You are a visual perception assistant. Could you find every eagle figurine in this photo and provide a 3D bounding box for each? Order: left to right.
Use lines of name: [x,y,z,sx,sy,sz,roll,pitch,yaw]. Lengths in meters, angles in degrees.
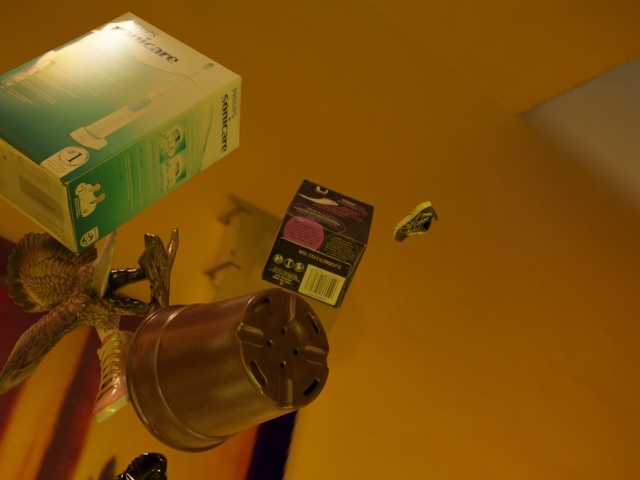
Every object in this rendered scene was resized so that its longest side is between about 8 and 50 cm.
eagle figurine: [-0.359,0.096,1.314,0.298,0.225,0.226,-9,-171,6]

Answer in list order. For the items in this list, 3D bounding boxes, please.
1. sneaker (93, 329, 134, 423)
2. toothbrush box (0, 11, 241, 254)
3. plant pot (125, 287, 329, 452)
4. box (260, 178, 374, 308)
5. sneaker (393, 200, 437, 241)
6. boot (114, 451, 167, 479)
sneaker: [-0.228,0.145,0.991,0.051,0.070,0.134,-37,-173,24]
toothbrush box: [-0.277,-0.150,1.160,0.295,0.216,0.126,-41,153,-35]
plant pot: [-0.089,0.130,0.948,0.165,0.167,0.167,-21,-133,41]
box: [0.000,0.000,1.753,0.270,0.165,0.143,-68,-179,-71]
sneaker: [0.137,-0.021,1.302,0.035,0.031,0.083,57,-49,21]
boot: [-0.298,0.491,1.740,0.094,0.246,0.207,21,-56,29]
